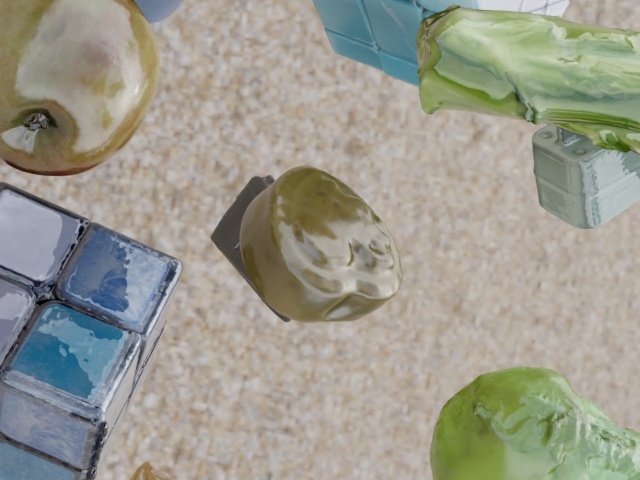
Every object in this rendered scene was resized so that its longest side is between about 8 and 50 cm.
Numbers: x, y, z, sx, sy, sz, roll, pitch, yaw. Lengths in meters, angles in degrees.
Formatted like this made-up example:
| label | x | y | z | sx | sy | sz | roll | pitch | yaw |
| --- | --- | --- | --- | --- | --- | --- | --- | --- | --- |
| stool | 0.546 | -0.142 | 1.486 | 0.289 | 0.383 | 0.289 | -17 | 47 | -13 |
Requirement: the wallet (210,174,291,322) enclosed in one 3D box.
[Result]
| label | x | y | z | sx | sy | sz | roll | pitch | yaw |
| --- | --- | --- | --- | --- | --- | --- | --- | --- | --- |
| wallet | -0.083 | 0.012 | 2.357 | 0.168 | 0.245 | 0.052 | -49 | 152 | 13 |

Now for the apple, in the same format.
| label | x | y | z | sx | sy | sz | roll | pitch | yaw |
| --- | --- | --- | --- | --- | --- | --- | --- | --- | --- |
| apple | -0.318 | -0.195 | 1.536 | 0.257 | 0.257 | 0.234 | 68 | 20 | -44 |

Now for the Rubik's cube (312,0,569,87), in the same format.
| label | x | y | z | sx | sy | sz | roll | pitch | yaw |
| --- | --- | --- | --- | --- | --- | --- | --- | --- | --- |
| Rubik's cube | 0.186 | -0.428 | 1.926 | 0.318 | 0.316 | 0.322 | -59 | 156 | -16 |

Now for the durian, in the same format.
| label | x | y | z | sx | sy | sz | roll | pitch | yaw |
| --- | --- | --- | --- | --- | --- | --- | --- | --- | --- |
| durian | 0.246 | 0.258 | 1.510 | 0.340 | 0.256 | 0.204 | 35 | 41 | -30 |

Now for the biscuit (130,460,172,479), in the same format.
| label | x | y | z | sx | sy | sz | roll | pitch | yaw |
| --- | --- | --- | --- | --- | --- | --- | --- | --- | --- |
| biscuit | -0.212 | 0.352 | 1.542 | 0.250 | 0.162 | 0.035 | -27 | 156 | -7 |

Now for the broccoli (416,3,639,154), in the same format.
| label | x | y | z | sx | sy | sz | roll | pitch | yaw |
| --- | --- | --- | --- | --- | --- | --- | --- | --- | --- |
| broccoli | 0.293 | -0.074 | 1.066 | 0.397 | 0.353 | 0.274 | -4 | 125 | -33 |

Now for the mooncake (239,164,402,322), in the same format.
| label | x | y | z | sx | sy | sz | roll | pitch | yaw |
| --- | --- | --- | --- | --- | --- | --- | --- | --- | --- |
| mooncake | 0.000 | 0.000 | 1.817 | 0.235 | 0.117 | 0.234 | 25 | 44 | -27 |

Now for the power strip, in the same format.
| label | x | y | z | sx | sy | sz | roll | pitch | yaw |
| --- | --- | --- | --- | --- | --- | --- | --- | --- | --- |
| power strip | 0.345 | -0.135 | 1.399 | 0.261 | 0.229 | 0.141 | -28 | 125 | -19 |

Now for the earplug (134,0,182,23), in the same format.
| label | x | y | z | sx | sy | sz | roll | pitch | yaw |
| --- | --- | --- | --- | --- | --- | --- | --- | --- | --- |
| earplug | -0.220 | -0.376 | 1.786 | 0.132 | 0.132 | 0.273 | -70 | -167 | -18 |

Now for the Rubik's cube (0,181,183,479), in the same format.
| label | x | y | z | sx | sy | sz | roll | pitch | yaw |
| --- | --- | --- | --- | --- | --- | --- | --- | --- | --- |
| Rubik's cube | -0.415 | 0.159 | 1.939 | 0.316 | 0.318 | 0.313 | 115 | -2 | -52 |
